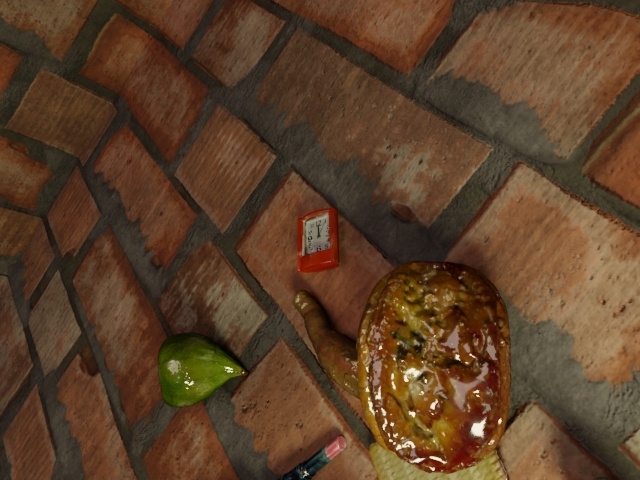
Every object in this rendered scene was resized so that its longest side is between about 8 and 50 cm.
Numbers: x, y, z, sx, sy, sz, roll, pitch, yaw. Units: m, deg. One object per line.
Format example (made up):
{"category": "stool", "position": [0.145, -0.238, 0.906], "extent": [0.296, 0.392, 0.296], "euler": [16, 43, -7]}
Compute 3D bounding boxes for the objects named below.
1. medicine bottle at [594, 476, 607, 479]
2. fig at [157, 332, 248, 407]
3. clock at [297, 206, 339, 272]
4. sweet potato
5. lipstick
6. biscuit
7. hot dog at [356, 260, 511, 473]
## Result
{"category": "medicine bottle", "position": [0.462, 0.459, 0.689], "extent": [0.083, 0.121, 0.229], "euler": [-49, 53, 14]}
{"category": "fig", "position": [-0.313, 0.341, 1.322], "extent": [0.235, 0.203, 0.203], "euler": [-6, 67, -5]}
{"category": "clock", "position": [0.000, 0.000, 1.230], "extent": [0.113, 0.061, 0.155], "euler": [-17, 63, 33]}
{"category": "sweet potato", "position": [0.041, 0.248, 1.096], "extent": [0.385, 0.109, 0.109], "euler": [37, 99, 44]}
{"category": "lipstick", "position": [-0.030, 0.516, 1.102], "extent": [0.234, 0.053, 0.053], "euler": [-43, 54, 12]}
{"category": "biscuit", "position": [0.222, 0.431, 0.942], "extent": [0.254, 0.029, 0.172], "euler": [-36, 57, 24]}
{"category": "hot dog", "position": [0.206, 0.216, 0.899], "extent": [0.267, 0.174, 0.387], "euler": [1, 68, 18]}
